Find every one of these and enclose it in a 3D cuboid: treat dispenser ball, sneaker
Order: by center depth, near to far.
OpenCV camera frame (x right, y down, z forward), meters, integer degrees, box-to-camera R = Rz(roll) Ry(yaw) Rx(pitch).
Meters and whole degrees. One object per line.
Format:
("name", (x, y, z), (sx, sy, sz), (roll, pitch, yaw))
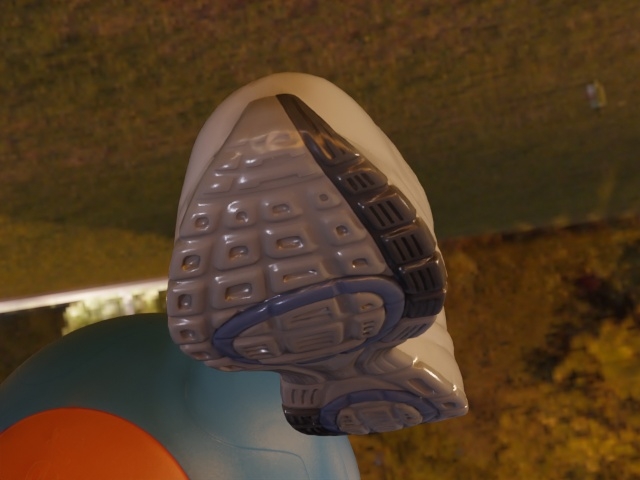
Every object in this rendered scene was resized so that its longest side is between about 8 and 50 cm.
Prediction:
("sneaker", (0.000, 0.000, 0.536), (0.111, 0.129, 0.297), (-8, 158, 5))
("treat dispenser ball", (-0.113, 0.194, 0.841), (0.288, 0.288, 0.288), (-10, 173, -1))
